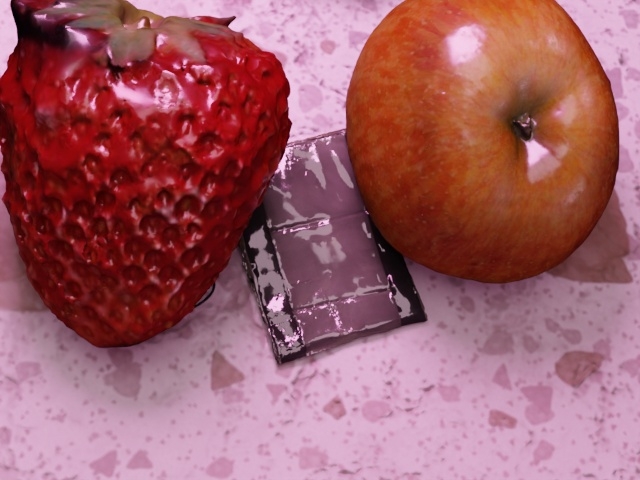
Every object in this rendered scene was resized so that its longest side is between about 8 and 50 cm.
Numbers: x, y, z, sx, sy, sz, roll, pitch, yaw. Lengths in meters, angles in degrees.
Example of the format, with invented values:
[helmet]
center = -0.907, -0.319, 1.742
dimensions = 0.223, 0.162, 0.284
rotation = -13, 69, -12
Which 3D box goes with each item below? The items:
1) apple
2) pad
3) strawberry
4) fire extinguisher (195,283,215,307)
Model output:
[apple]
center = 0.168, -0.116, 1.349
dimensions = 0.277, 0.250, 0.309
rotation = -35, 82, -23
[pad]
center = 0.000, 0.000, 1.414
dimensions = 0.174, 0.022, 0.233
rotation = -16, 75, -13
[strawberry]
center = -0.177, -0.085, 1.315
dimensions = 0.292, 0.309, 0.291
rotation = 6, 35, -4
[fire extinguisher]
center = -0.138, 0.054, 1.376
dimensions = 0.083, 0.025, 0.038
rotation = -36, 116, -17
